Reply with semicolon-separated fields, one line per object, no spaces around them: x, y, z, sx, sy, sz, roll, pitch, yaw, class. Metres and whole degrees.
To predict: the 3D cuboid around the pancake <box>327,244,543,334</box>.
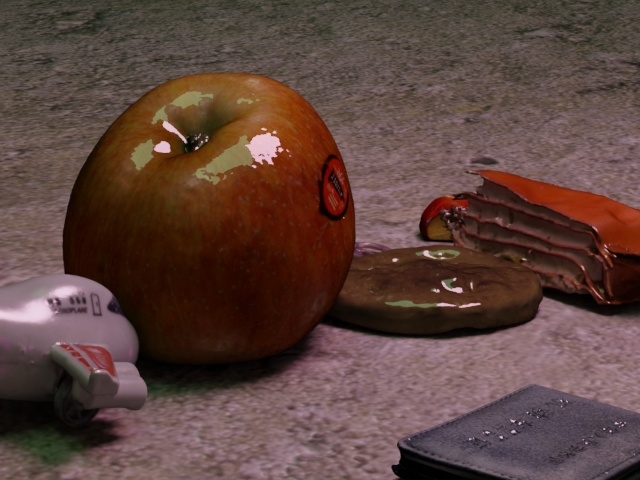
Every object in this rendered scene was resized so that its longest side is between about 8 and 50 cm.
0.105;0.038;1.953;0.242;0.050;0.242;2;16;-1;pancake

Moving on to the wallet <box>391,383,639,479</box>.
0.181;0.168;1.541;0.167;0.036;0.222;13;20;36;wallet

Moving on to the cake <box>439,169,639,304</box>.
0.251;-0.003;2.031;0.287;0.098;0.135;21;27;39;cake

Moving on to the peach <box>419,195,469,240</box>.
0.156;-0.024;2.175;0.077;0.050;0.083;-15;27;-40;peach

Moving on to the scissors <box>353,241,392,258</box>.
0.000;0.000;2.123;0.176;0.022;0.085;19;22;39;scissors

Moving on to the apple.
-0.103;-0.028;1.817;0.277;0.250;0.309;0;19;-4;apple

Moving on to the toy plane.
-0.255;0.079;1.626;0.252;0.118;0.252;20;8;-3;toy plane
